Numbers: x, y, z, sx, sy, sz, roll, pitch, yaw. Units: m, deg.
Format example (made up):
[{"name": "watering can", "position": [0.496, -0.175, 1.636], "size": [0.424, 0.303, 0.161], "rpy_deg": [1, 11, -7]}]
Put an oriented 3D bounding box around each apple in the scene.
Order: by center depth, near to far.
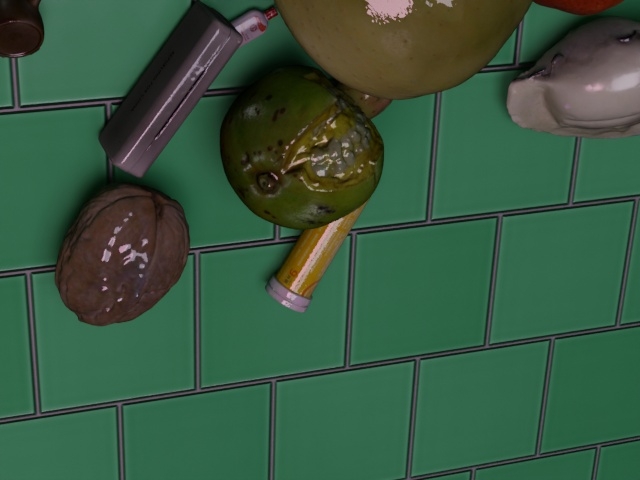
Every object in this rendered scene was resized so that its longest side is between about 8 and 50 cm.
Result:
[{"name": "apple", "position": [0.106, -0.367, 1.779], "size": [0.357, 0.357, 0.357], "rpy_deg": [-9, 119, -16]}]

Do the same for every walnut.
[{"name": "walnut", "position": [-0.281, 0.026, 1.946], "size": [0.178, 0.178, 0.230], "rpy_deg": [24, 112, -29]}]

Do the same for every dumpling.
[{"name": "dumpling", "position": [0.431, -0.233, 2.101], "size": [0.175, 0.243, 0.227], "rpy_deg": [-66, 149, -26]}]

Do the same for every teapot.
[{"name": "teapot", "position": [-0.404, -0.282, 1.793], "size": [0.121, 0.068, 0.076], "rpy_deg": [-27, 147, 20]}]

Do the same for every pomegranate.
[{"name": "pomegranate", "position": [-0.003, -0.156, 1.943], "size": [0.302, 0.236, 0.236], "rpy_deg": [-48, 130, -33]}]

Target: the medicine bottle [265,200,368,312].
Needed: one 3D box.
[{"name": "medicine bottle", "position": [0.000, 0.000, 2.090], "size": [0.074, 0.074, 0.218], "rpy_deg": [24, 105, -29]}]

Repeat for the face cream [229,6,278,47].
[{"name": "face cream", "position": [-0.098, -0.299, 1.923], "size": [0.083, 0.021, 0.040], "rpy_deg": [-32, 124, -3]}]

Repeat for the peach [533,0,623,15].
[{"name": "peach", "position": [0.363, -0.448, 1.901], "size": [0.232, 0.232, 0.257], "rpy_deg": [-8, 136, -17]}]

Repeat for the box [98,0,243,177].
[{"name": "box", "position": [-0.206, -0.205, 1.882], "size": [0.055, 0.103, 0.244], "rpy_deg": [30, 103, -35]}]
